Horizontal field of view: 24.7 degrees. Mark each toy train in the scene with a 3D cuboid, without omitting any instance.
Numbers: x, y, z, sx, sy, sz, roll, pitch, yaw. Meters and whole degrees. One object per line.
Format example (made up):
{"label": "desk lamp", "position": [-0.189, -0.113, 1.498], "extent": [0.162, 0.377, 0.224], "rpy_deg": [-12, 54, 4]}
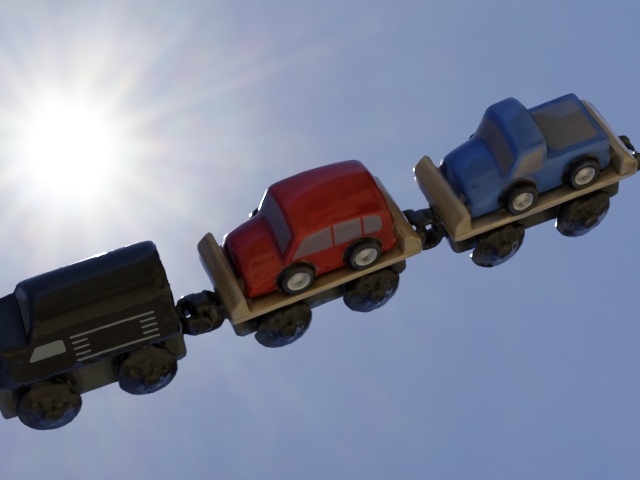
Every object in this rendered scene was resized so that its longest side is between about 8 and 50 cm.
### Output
{"label": "toy train", "position": [0.000, 0.000, 0.326], "extent": [0.158, 0.027, 0.036], "rpy_deg": [-20, -45, -10]}
